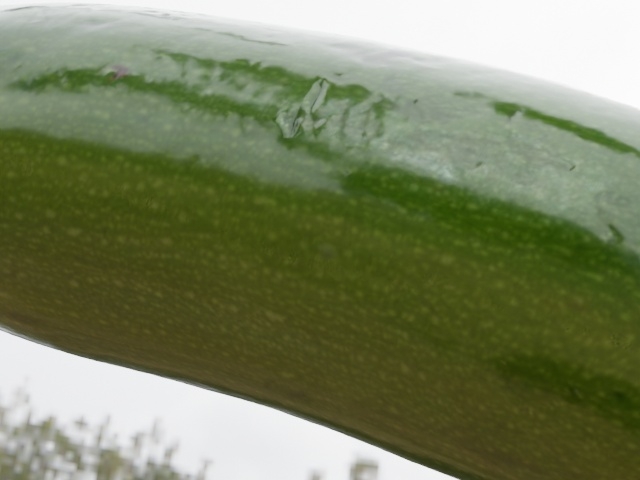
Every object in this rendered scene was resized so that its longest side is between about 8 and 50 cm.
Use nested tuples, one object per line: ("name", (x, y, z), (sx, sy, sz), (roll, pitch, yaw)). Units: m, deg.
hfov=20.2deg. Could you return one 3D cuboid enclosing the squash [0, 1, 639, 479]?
("squash", (0.002, -0.002, 0.368), (0.293, 0.082, 0.082), (16, -24, 27))
